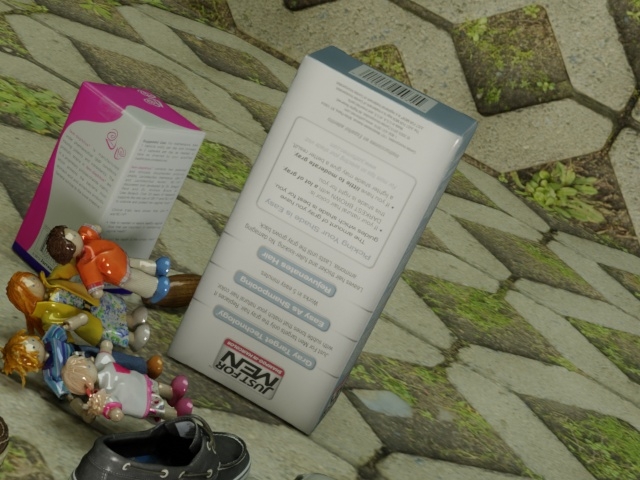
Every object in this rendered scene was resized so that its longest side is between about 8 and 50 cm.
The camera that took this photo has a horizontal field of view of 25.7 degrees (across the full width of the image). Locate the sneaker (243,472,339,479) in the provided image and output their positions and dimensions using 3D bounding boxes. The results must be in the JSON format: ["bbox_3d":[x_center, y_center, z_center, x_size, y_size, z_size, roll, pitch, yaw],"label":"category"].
[{"bbox_3d":[0.032,0.261,1.308,0.262,0.099,0.121,15,17,-34],"label":"sneaker"}]

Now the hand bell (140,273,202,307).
[{"bbox_3d":[-0.112,0.054,1.707,0.242,0.126,0.126,-9,37,-40],"label":"hand bell"}]

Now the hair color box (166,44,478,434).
[{"bbox_3d":[0.000,0.000,1.519,0.185,0.374,0.113,29,19,7],"label":"hair color box"}]

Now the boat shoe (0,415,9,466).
[{"bbox_3d":[-0.351,0.140,1.107,0.257,0.095,0.095,7,26,-46],"label":"boat shoe"}]

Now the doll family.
[{"bbox_3d":[-0.237,0.101,1.392,0.163,0.118,0.263,22,36,-34],"label":"doll family"}]

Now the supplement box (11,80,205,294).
[{"bbox_3d":[-0.242,-0.057,1.595,0.111,0.220,0.114,38,21,30],"label":"supplement box"}]

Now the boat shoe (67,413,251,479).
[{"bbox_3d":[-0.135,0.195,1.282,0.080,0.076,0.228,39,22,32],"label":"boat shoe"}]
